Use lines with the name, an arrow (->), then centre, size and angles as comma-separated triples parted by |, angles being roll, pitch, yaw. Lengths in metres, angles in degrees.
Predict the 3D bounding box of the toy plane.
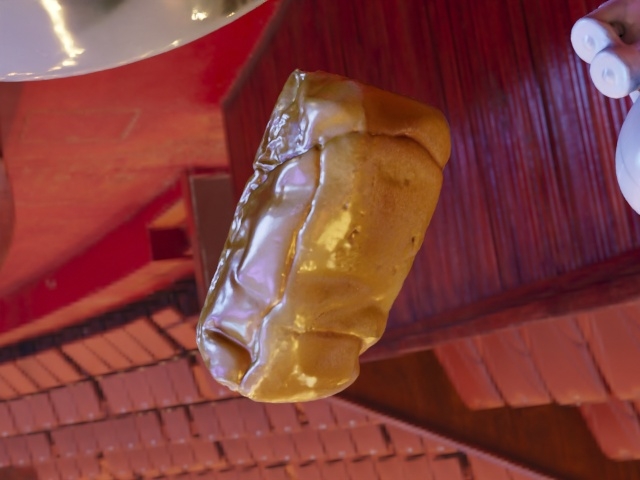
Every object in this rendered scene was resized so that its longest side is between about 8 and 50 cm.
toy plane -> 0.260, -0.073, 0.593 | 0.245, 0.244, 0.117 | -6, 145, -16

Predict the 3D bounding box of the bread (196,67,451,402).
bread -> 0.000, 0.000, 0.901 | 0.132, 0.294, 0.167 | 26, -171, 37

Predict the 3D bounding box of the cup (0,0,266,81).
cup -> -0.112, -0.198, 0.473 | 0.347, 0.347, 0.163 | -10, 138, 9
